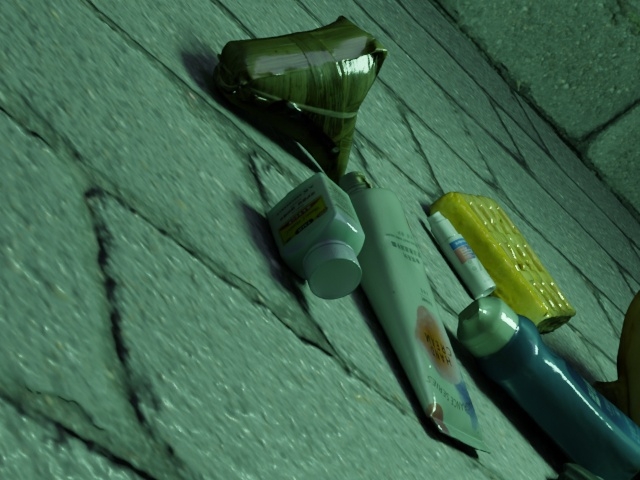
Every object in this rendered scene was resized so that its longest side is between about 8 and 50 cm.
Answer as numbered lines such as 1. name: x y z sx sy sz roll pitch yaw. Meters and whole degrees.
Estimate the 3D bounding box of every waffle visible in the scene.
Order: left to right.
1. waffle: 0.260 0.031 2.343 0.221 0.055 0.248 55 15 12

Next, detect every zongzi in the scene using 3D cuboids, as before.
1. zongzi: -0.042 -0.133 1.840 0.205 0.204 0.094 -15 40 -35

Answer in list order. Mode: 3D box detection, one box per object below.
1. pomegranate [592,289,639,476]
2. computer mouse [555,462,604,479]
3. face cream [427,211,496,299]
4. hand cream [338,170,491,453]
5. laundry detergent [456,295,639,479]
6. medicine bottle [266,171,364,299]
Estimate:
1. pomegranate: 0.554 0.200 2.246 0.411 0.411 0.411 47 15 -17
2. computer mouse: 0.336 0.326 1.838 0.126 0.071 0.231 40 18 -39
3. face cream: 0.181 0.017 2.179 0.130 0.034 0.034 56 15 19
4. hand cream: 0.090 0.065 1.735 0.124 0.078 0.341 32 29 -55
5. laundry detergent: 0.264 0.166 1.954 0.290 0.094 0.143 47 13 -21
6. medicine bottle: 0.000 0.000 1.586 0.055 0.074 0.118 41 19 -38
